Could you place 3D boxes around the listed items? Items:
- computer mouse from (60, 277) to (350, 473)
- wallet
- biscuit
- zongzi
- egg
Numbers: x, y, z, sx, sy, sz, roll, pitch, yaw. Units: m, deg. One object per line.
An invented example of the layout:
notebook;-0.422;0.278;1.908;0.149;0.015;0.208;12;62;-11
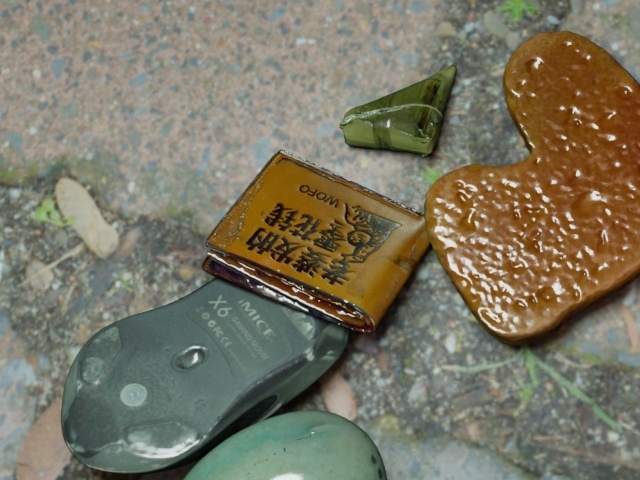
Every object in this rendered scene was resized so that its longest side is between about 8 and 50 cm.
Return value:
computer mouse;-0.079;0.113;1.313;0.379;0.090;0.167;-29;61;-16
wallet;0.000;-0.001;1.320;0.195;0.042;0.161;23;53;16
biscuit;0.223;-0.055;1.326;0.277;0.052;0.262;-35;73;-5
zongzi;0.080;-0.145;1.378;0.104;0.052;0.113;9;63;17
egg;-0.046;0.257;1.221;0.236;0.169;0.169;-36;73;-5
